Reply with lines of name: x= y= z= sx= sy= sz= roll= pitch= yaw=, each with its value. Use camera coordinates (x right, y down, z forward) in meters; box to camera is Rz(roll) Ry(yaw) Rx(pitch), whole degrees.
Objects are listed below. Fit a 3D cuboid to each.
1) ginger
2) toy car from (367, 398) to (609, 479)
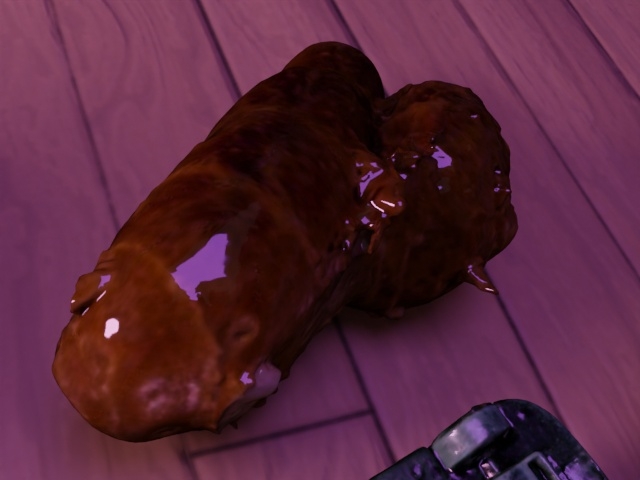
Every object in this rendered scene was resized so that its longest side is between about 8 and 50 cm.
ginger: x=0.000 y=0.000 z=0.703 sx=0.254 sy=0.176 sz=0.418 roll=28 pitch=45 yaw=15
toy car: x=0.047 y=0.215 z=0.572 sx=0.306 sy=0.125 sz=0.136 roll=-25 pitch=66 yaw=-28
